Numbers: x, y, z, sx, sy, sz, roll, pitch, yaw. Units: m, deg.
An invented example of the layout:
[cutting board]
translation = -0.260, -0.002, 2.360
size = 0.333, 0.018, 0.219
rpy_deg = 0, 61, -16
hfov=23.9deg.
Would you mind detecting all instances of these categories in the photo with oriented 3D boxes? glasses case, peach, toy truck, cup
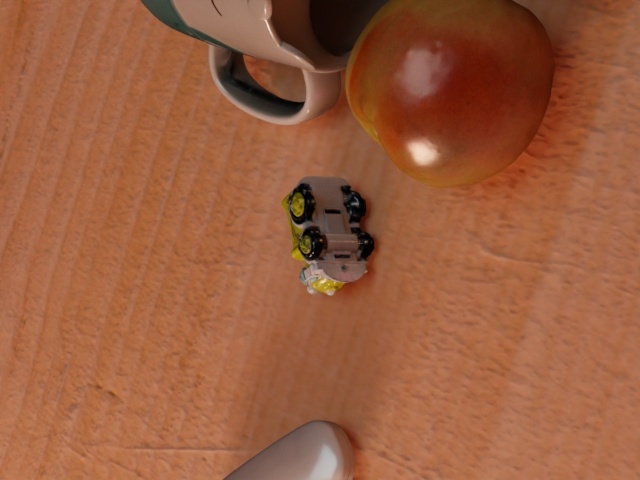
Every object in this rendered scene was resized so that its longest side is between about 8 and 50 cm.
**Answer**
[glasses case]
translation = -0.045, 0.239, 1.430
size = 0.193, 0.049, 0.074
rpy_deg = -39, 57, 28
[peach]
translation = 0.113, -0.141, 1.312
size = 0.184, 0.184, 0.184
rpy_deg = -12, 72, 39
[toy truck]
translation = 0.000, 0.000, 1.442
size = 0.077, 0.076, 0.111
rpy_deg = -35, 59, 50
[cup]
translation = -0.053, -0.257, 1.472
size = 0.257, 0.219, 0.290
rpy_deg = 20, 124, 43
